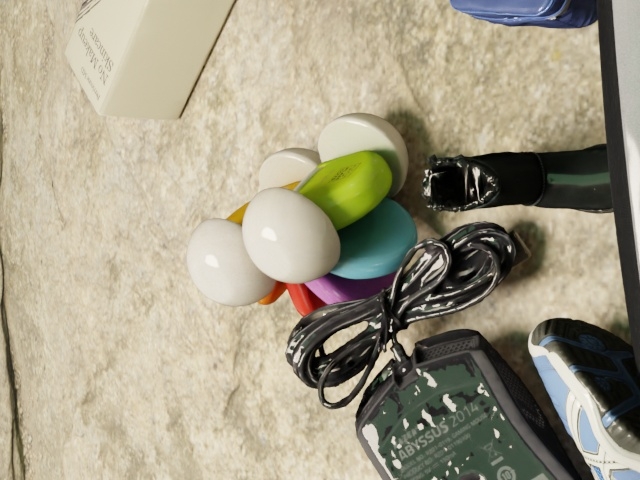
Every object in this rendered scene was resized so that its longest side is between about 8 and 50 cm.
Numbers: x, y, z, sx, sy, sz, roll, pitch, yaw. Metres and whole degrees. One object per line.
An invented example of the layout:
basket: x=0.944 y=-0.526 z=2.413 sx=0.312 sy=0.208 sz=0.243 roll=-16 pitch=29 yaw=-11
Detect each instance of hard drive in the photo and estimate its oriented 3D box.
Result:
hard drive: x=0.181 y=-0.037 z=0.504 sx=0.054 sy=0.172 sz=0.254 roll=-6 pitch=90 yaw=13

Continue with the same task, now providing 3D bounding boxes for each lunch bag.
lunch bag: x=0.134 y=-0.173 z=0.629 sx=0.098 sy=0.065 sz=0.067 roll=15 pitch=103 yaw=49

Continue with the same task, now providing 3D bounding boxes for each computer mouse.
computer mouse: x=0.107 y=0.139 z=0.662 sx=0.188 sy=0.072 sz=0.272 roll=-32 pitch=67 yaw=17

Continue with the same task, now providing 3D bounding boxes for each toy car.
toy car: x=0.000 y=0.000 z=0.755 sx=0.182 sy=0.159 sz=0.136 roll=-23 pitch=109 yaw=47

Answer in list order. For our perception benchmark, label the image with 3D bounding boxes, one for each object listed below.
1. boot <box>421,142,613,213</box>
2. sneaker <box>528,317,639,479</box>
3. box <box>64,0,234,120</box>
boot: x=0.132 y=-0.038 z=0.612 sx=0.121 sy=0.099 sz=0.045 roll=4 pitch=96 yaw=49
sneaker: x=0.184 y=0.137 z=0.569 sx=0.211 sy=0.080 sz=0.081 roll=56 pitch=132 yaw=27
box: x=-0.145 y=-0.253 z=0.929 sx=0.113 sy=0.094 sz=0.275 roll=55 pitch=130 yaw=32
